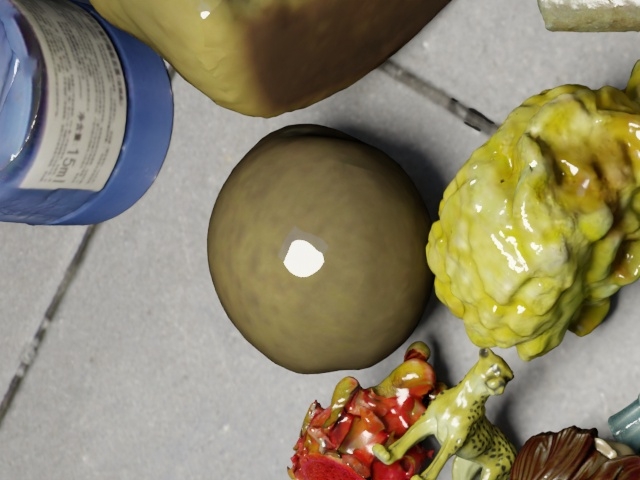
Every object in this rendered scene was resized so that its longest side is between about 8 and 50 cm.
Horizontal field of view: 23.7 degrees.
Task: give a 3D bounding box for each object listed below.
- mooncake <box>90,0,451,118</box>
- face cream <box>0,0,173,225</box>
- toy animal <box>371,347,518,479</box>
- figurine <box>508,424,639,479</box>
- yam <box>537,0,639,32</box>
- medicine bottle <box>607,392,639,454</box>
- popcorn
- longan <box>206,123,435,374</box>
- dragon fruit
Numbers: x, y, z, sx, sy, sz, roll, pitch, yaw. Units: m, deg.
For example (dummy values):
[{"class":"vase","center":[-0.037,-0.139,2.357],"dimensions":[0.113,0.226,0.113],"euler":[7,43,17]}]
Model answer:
[{"class":"mooncake","center":[-0.021,-0.309,1.344],"dimensions":[0.246,0.394,0.393],"euler":[44,123,25]},{"class":"face cream","center":[-0.317,-0.141,1.608],"dimensions":[0.249,0.225,0.249],"euler":[-2,86,30]},{"class":"toy animal","center":[0.142,0.193,1.389],"dimensions":[0.136,0.181,0.073],"euler":[-47,42,-11]},{"class":"figurine","center":[0.308,0.224,1.276],"dimensions":[0.315,0.187,0.168],"euler":[9,61,33]},{"class":"yam","center":[0.281,-0.217,1.353],"dimensions":[0.169,0.068,0.068],"euler":[3,90,32]},{"class":"medicine bottle","center":[0.339,0.110,1.319],"dimensions":[0.208,0.054,0.090],"euler":[-44,69,25]},{"class":"popcorn","center":[0.207,-0.030,1.302],"dimensions":[0.174,0.225,0.286],"euler":[47,112,19]},{"class":"longan","center":[0.000,0.000,1.418],"dimensions":[0.248,0.248,0.248],"euler":[-1,88,30]},{"class":"dragon fruit","center":[0.051,0.189,1.448],"dimensions":[0.133,0.150,0.207],"euler":[29,98,-2]}]
